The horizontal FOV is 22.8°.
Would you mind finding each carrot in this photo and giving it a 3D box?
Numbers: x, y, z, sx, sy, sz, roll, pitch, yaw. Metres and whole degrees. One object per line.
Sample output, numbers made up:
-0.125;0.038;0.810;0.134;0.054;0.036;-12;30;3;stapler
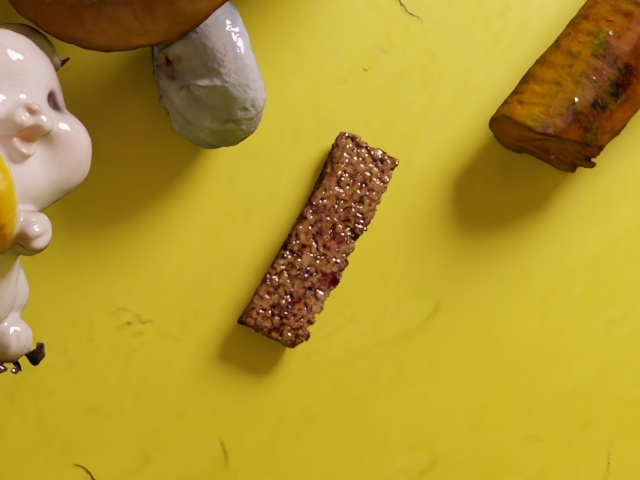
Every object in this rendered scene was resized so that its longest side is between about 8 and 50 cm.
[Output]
0.283;-0.190;1.426;0.114;0.114;0.302;40;84;-4;carrot

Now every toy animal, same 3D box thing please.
-0.289;-0.051;1.280;0.182;0.247;0.310;10;100;-24;toy animal

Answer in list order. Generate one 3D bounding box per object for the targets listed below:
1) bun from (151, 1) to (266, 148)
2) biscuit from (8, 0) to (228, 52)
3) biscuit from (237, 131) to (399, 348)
-0.104;-0.144;1.352;0.083;0.141;0.141;-16;89;-15;bun
-0.161;-0.301;1.303;0.296;0.102;0.296;-7;76;29;biscuit
0.000;0.000;1.409;0.064;0.034;0.199;29;83;-7;biscuit
